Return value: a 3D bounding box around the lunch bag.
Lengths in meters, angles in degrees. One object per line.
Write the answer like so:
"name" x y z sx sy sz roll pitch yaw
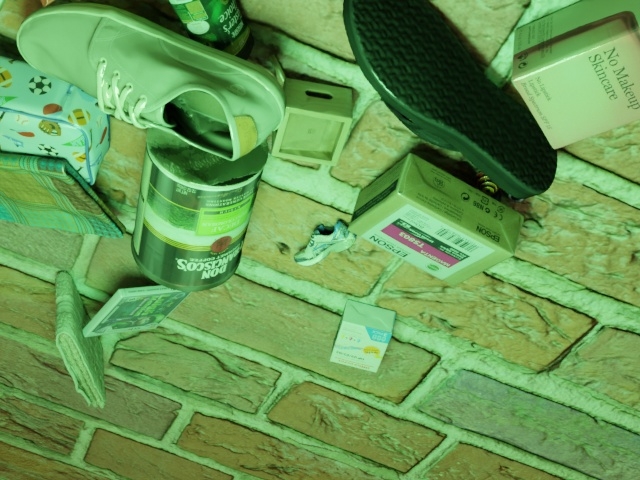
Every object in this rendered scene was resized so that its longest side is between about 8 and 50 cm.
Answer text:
"lunch bag" -0.514 -0.207 1.603 0.303 0.115 0.243 17 155 -2

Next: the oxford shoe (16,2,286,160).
"oxford shoe" -0.272 -0.236 1.405 0.449 0.130 0.169 20 146 13

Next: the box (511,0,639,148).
"box" 0.404 -0.251 1.318 0.232 0.127 0.149 -19 128 31

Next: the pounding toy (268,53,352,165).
"pounding toy" -0.027 -0.209 1.515 0.141 0.100 0.130 9 139 -10

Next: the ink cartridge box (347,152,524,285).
"ink cartridge box" 0.193 -0.030 1.604 0.234 0.088 0.193 27 152 -14

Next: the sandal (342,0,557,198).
"sandal" 0.178 -0.205 1.412 0.445 0.168 0.107 39 150 -25

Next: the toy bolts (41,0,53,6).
"toy bolts" -0.335 -0.433 1.268 0.218 0.228 0.159 -1 126 34

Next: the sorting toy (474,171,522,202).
"sorting toy" 0.306 -0.081 1.587 0.101 0.042 0.061 19 137 -6

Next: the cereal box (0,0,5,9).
"cereal box" -0.530 -0.449 1.411 0.173 0.047 0.240 35 133 -18

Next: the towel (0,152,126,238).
"towel" -0.571 -0.088 1.724 0.370 0.040 0.271 8 157 18

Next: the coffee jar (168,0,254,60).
"coffee jar" -0.165 -0.338 1.399 0.079 0.096 0.184 -4 135 24

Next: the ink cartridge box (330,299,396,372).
"ink cartridge box" 0.082 0.210 1.940 0.104 0.062 0.181 14 138 0

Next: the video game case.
"video game case" -0.378 0.144 1.950 0.173 0.022 0.190 -4 153 -41

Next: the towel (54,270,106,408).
"towel" -0.520 0.220 2.024 0.049 0.187 0.282 -13 135 -5

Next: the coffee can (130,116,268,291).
"coffee can" -0.213 -0.073 1.614 0.201 0.202 0.275 17 137 -3

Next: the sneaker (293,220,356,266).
"sneaker" 0.000 0.000 1.757 0.135 0.052 0.058 -27 115 27
